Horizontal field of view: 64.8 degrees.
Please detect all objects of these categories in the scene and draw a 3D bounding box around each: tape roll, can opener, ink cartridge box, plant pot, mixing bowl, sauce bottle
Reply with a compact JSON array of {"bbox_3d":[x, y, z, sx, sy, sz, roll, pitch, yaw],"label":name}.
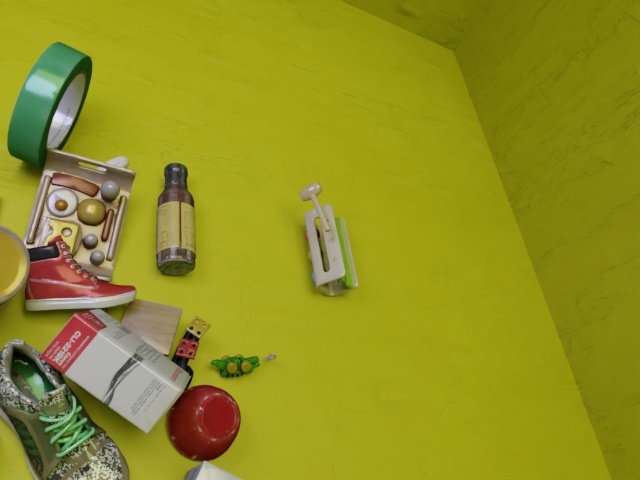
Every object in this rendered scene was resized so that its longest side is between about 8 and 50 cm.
[{"bbox_3d":[-0.698,-0.348,1.313,0.077,0.321,0.321,24,50,-19],"label":"tape roll"},{"bbox_3d":[-0.351,0.295,1.287,0.059,0.073,0.186,-2,52,17],"label":"can opener"},{"bbox_3d":[-0.435,0.278,1.109,0.273,0.197,0.114,37,80,-5],"label":"ink cartridge box"},{"bbox_3d":[-0.721,0.056,1.017,0.254,0.239,0.253,14,72,-52],"label":"plant pot"},{"bbox_3d":[-0.261,0.427,1.208,0.182,0.098,0.181,18,55,-28],"label":"mixing bowl"},{"bbox_3d":[-0.414,-0.070,1.454,0.112,0.111,0.344,10,55,-28],"label":"sauce bottle"}]

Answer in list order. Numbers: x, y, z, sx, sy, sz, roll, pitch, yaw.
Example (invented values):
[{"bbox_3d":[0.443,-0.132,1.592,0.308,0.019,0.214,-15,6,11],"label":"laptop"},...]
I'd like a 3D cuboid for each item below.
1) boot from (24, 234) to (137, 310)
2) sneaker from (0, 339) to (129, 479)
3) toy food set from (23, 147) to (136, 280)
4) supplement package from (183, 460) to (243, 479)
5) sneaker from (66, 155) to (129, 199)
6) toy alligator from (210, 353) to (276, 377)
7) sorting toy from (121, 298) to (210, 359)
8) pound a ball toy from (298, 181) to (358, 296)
[{"bbox_3d":[-0.570,0.074,1.212,0.244,0.088,0.176,1,88,-24],"label":"boot"},{"bbox_3d":[-0.541,0.364,1.021,0.410,0.182,0.158,46,47,3],"label":"sneaker"},{"bbox_3d":[-0.615,-0.063,1.287,0.220,0.092,0.305,14,70,-25],"label":"toy food set"},{"bbox_3d":[-0.233,0.644,1.056,0.204,0.145,0.261,32,48,-10],"label":"supplement package"},{"bbox_3d":[-0.607,-0.151,1.415,0.094,0.080,0.212,45,56,-5],"label":"sneaker"},{"bbox_3d":[-0.205,0.339,1.354,0.190,0.056,0.051,3,100,-33],"label":"toy alligator"},{"bbox_3d":[-0.423,0.226,1.272,0.275,0.046,0.132,13,51,-8],"label":"sorting toy"},{"bbox_3d":[0.000,0.000,1.636,0.208,0.136,0.319,41,32,-56],"label":"pound a ball toy"}]
